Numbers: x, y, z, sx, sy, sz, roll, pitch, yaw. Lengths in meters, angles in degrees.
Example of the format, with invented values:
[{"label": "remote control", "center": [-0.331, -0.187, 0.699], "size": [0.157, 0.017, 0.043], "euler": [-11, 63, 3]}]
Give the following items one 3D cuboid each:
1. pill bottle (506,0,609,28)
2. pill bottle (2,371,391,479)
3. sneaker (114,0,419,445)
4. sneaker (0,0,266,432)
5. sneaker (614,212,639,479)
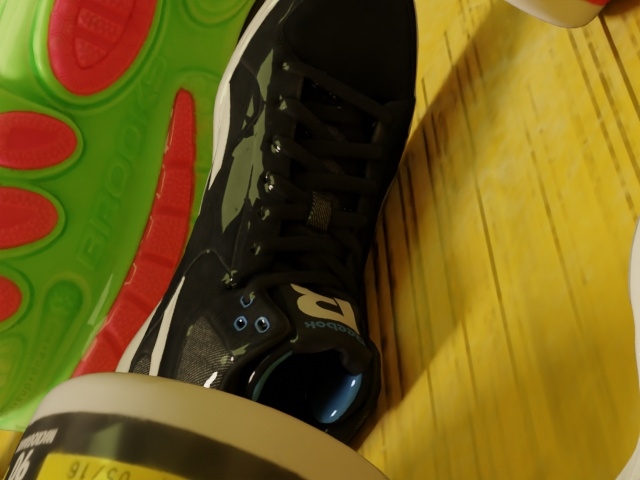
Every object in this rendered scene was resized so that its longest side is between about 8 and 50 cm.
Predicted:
[{"label": "pill bottle", "center": [0.096, -0.167, 0.490], "size": [0.180, 0.108, 0.108], "euler": [-52, 21, 21]}, {"label": "pill bottle", "center": [-0.057, 0.150, 0.399], "size": [0.119, 0.119, 0.209], "euler": [-30, 34, 55]}, {"label": "sneaker", "center": [0.000, 0.000, 0.555], "size": [0.217, 0.079, 0.121], "euler": [-69, 23, 2]}, {"label": "sneaker", "center": [-0.099, -0.137, 0.820], "size": [0.202, 0.185, 0.483], "euler": [-5, 56, 62]}, {"label": "sneaker", "center": [0.091, 0.036, 0.316], "size": [0.061, 0.053, 0.152], "euler": [-4, 64, 56]}]
